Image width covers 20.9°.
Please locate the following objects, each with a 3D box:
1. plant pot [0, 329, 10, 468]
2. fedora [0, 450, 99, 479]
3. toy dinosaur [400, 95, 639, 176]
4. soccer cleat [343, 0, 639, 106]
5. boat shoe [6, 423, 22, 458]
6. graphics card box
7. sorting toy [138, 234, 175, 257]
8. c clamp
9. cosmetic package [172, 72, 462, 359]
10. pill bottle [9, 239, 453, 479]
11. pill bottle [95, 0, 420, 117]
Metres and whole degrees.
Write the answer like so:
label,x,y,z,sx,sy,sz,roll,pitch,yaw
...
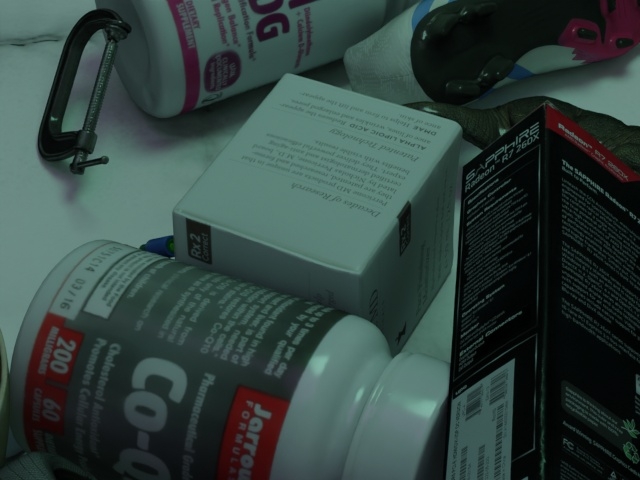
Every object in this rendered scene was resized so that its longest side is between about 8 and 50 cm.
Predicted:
label,x,y,z,sx,sy,sz,roll,pitch,yaw
plant pot,-0.327,0.159,1.091,0.284,0.191,0.284,0,43,0
fedora,-0.114,0.246,1.004,0.124,0.244,0.275,-49,56,-5
toy dinosaur,0.205,-0.063,1.405,0.313,0.121,0.160,5,31,14
soccer cleat,0.162,-0.194,1.530,0.331,0.116,0.143,-22,13,-37
boat shoe,-0.218,0.122,1.251,0.035,0.035,0.100,2,38,46
graphics card box,0.193,0.107,1.122,0.233,0.094,0.371,36,36,-24
sorting toy,-0.118,0.026,1.344,0.042,0.061,0.102,-9,20,46
c clamp,-0.193,-0.126,1.454,0.022,0.137,0.161,21,70,-33
cosmetic package,0.000,0.000,1.288,0.151,0.151,0.184,18,47,19
pill bottle,-0.050,0.111,1.160,0.283,0.161,0.161,16,45,19
pill bottle,-0.042,-0.223,1.526,0.283,0.160,0.160,-21,46,-21
